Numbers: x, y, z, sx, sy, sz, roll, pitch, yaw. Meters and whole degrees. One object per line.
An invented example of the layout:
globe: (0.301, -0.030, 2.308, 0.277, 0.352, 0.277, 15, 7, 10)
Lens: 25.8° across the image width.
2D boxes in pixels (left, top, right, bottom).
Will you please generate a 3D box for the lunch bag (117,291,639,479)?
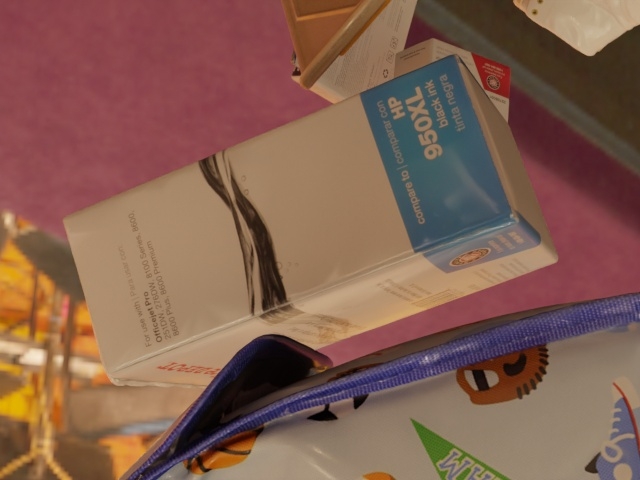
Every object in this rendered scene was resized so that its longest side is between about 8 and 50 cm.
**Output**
lunch bag: (0.048, 0.172, 0.885, 0.385, 0.239, 0.328, -17, 170, 7)

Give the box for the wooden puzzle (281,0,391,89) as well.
wooden puzzle: (0.043, -0.283, 1.387, 0.044, 0.239, 0.221, 29, 120, -27)

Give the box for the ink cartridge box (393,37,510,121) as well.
ink cartridge box: (0.151, -0.130, 1.637, 0.127, 0.175, 0.072, 15, 162, -33)

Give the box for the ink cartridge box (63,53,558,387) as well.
ink cartridge box: (0.000, 0.000, 1.334, 0.395, 0.166, 0.285, -22, 167, 12)

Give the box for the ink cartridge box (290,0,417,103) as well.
ink cartridge box: (0.035, -0.278, 1.664, 0.045, 0.223, 0.224, 11, 172, 33)

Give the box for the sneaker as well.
sneaker: (0.280, -0.353, 1.689, 0.169, 0.108, 0.292, -37, 103, 29)
